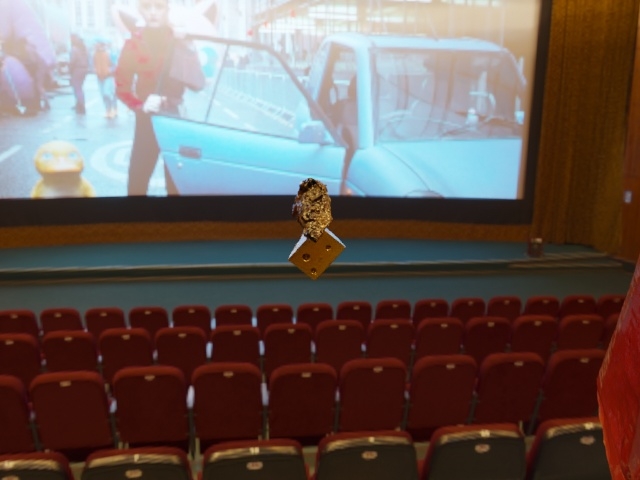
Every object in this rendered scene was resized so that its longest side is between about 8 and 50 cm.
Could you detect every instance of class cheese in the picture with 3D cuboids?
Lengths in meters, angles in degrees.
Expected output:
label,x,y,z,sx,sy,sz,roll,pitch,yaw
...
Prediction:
label,x,y,z,sx,sy,sz,roll,pitch,yaw
cheese,0.000,0.000,1.558,0.093,0.126,0.171,38,22,-10

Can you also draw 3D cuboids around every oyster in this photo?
label,x,y,z,sx,sy,sz,roll,pitch,yaw
oyster,-0.012,-0.050,0.936,0.029,0.086,0.132,31,8,-36

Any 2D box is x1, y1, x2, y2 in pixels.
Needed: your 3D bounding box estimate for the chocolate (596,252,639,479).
label,x,y,z,sx,sy,sz,roll,pitch,yaw
chocolate,0.251,0.139,0.363,0.108,0.237,0.234,-4,50,13
